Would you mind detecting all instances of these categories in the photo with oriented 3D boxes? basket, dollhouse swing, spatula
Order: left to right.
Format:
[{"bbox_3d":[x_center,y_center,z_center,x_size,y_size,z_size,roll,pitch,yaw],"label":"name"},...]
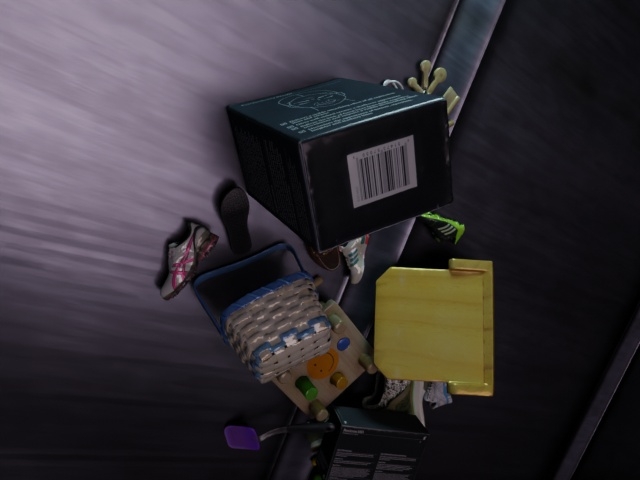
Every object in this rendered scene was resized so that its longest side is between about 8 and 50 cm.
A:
[{"bbox_3d":[-0.124,0.154,1.253,0.254,0.289,0.201,-22,152,-16],"label":"basket"},{"bbox_3d":[-0.108,0.503,1.459,0.296,0.030,0.084,-10,116,4],"label":"spatula"},{"bbox_3d":[0.327,0.241,1.553,0.315,0.304,0.347,33,57,-69],"label":"dollhouse swing"}]

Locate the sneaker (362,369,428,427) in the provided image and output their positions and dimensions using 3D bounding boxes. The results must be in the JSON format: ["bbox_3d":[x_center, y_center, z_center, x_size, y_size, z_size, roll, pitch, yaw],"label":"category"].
[{"bbox_3d":[0.204,0.489,1.642,0.182,0.158,0.411,-4,105,-15],"label":"sneaker"}]

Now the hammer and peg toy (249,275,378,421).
[{"bbox_3d":[-0.019,0.276,1.433,0.266,0.127,0.361,-41,122,-8],"label":"hammer and peg toy"}]

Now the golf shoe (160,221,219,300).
[{"bbox_3d":[-0.308,0.045,1.238,0.086,0.067,0.186,35,92,-6],"label":"golf shoe"}]

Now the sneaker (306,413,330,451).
[{"bbox_3d":[0.047,0.530,1.591,0.192,0.086,0.064,-13,144,-17],"label":"sneaker"}]

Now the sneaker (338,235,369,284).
[{"bbox_3d":[0.077,0.034,1.441,0.075,0.057,0.161,4,109,-12],"label":"sneaker"}]

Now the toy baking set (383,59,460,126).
[{"bbox_3d":[0.236,-0.331,1.392,0.256,0.030,0.197,-32,118,-14],"label":"toy baking set"}]

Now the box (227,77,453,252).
[{"bbox_3d":[0.024,-0.176,1.120,0.293,0.395,0.212,-20,118,-19],"label":"box"}]

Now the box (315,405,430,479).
[{"bbox_3d":[0.140,0.567,1.517,0.261,0.103,0.184,12,104,-18],"label":"box"}]

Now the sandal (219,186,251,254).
[{"bbox_3d":[-0.195,-0.047,1.274,0.067,0.040,0.179,-14,130,-16],"label":"sandal"}]

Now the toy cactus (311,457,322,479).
[{"bbox_3d":[0.083,0.667,1.622,0.219,0.180,0.112,-40,167,-3],"label":"toy cactus"}]

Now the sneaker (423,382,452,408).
[{"bbox_3d":[0.352,0.460,1.737,0.082,0.071,0.191,-28,120,-9],"label":"sneaker"}]

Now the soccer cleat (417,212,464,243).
[{"bbox_3d":[0.329,-0.033,1.537,0.178,0.060,0.072,16,103,-34],"label":"soccer cleat"}]

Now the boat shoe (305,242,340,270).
[{"bbox_3d":[0.000,0.000,1.370,0.073,0.073,0.207,-38,123,-13],"label":"boat shoe"}]
